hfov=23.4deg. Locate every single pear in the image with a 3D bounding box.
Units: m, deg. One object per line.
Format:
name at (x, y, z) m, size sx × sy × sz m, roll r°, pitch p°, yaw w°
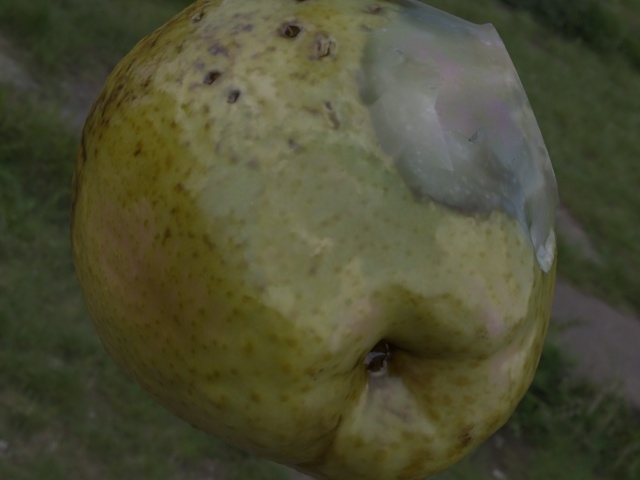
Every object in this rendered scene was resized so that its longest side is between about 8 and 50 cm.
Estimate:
pear at (0.000, 0.000, 0.807) m, size 0.271 × 0.271 × 0.271 m, roll 29°, pitch 17°, yaw -9°
